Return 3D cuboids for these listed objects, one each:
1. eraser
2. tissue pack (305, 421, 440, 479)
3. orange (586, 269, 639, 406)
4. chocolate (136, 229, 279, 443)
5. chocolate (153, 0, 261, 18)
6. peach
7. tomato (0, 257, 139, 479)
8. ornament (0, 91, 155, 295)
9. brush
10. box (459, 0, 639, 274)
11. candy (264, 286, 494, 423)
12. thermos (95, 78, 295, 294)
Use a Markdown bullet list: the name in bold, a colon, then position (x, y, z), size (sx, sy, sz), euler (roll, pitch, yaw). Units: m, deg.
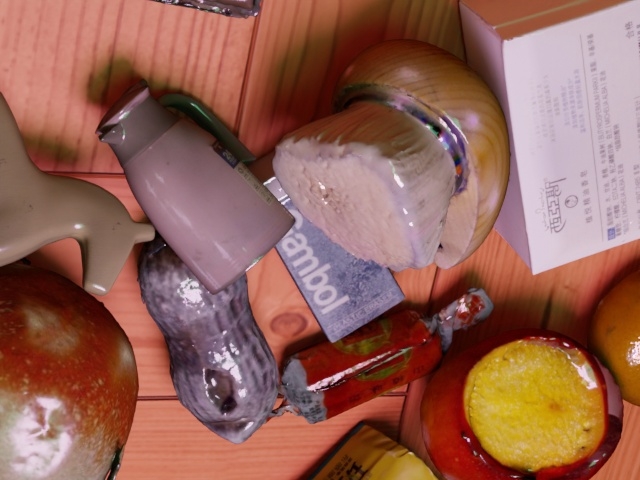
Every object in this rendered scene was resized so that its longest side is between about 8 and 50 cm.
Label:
- **eraser**: position (0.000, 0.000, 1.961), size (0.092, 0.046, 0.212), euler (-32, 125, -2)
- **tissue pack**: position (0.036, 0.353, 2.096), size (0.271, 0.134, 0.192), euler (-49, 124, -7)
- **orange**: position (0.362, 0.103, 2.119), size (0.156, 0.124, 0.156), euler (-2, 106, -8)
- **chocolate**: position (-0.107, 0.088, 1.936), size (0.110, 0.110, 0.248), euler (-20, 122, -10)
- **chocolate**: position (-0.192, -0.256, 1.729), size (0.329, 0.065, 0.102), euler (9, 115, -24)
- **peach**: position (0.207, 0.182, 2.040), size (0.190, 0.196, 0.226), euler (-63, 158, 4)
- **tomato**: position (-0.307, 0.168, 1.815), size (0.303, 0.239, 0.303), euler (-11, 126, -15)
- **ornament**: position (-0.284, -0.037, 1.748), size (0.245, 0.061, 0.230), euler (-23, 84, -28)
- **brush**: position (0.082, -0.047, 1.866), size (0.166, 0.174, 0.267), euler (-55, 139, -30)
- **box**: position (0.264, -0.129, 1.950), size (0.203, 0.116, 0.274), euler (-19, 124, -10)
- **candy**: position (0.047, 0.126, 2.037), size (0.292, 0.059, 0.086), euler (-23, 145, -8)
- **thermos**: position (-0.118, -0.063, 1.823), size (0.193, 0.137, 0.105), euler (48, 134, -7)
